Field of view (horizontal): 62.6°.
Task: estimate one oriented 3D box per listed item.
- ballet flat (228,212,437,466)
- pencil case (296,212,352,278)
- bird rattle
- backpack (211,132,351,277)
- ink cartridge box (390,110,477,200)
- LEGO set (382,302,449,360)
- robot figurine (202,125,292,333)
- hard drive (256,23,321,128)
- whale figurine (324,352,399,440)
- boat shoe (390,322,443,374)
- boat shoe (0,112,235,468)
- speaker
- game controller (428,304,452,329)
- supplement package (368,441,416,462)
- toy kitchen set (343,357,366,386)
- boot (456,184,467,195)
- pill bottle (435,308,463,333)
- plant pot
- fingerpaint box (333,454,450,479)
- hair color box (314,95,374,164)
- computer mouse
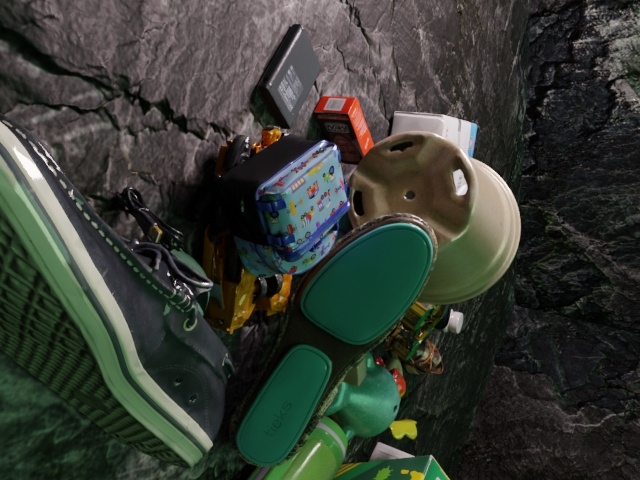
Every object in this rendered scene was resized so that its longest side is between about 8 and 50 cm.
[{"bbox_3d":[0.009,0.148,0.871,0.482,0.164,0.182,-57,-177,10],"label":"ballet flat"},{"bbox_3d":[0.000,0.000,0.971,0.070,0.065,0.151,53,49,-19],"label":"pencil case"},{"bbox_3d":[0.176,0.410,1.436,0.207,0.143,0.253,-53,131,-57],"label":"bird rattle"},{"bbox_3d":[-0.037,-0.029,0.672,0.158,0.117,0.173,-40,133,-36],"label":"backpack"},{"bbox_3d":[0.282,-0.199,1.334,0.308,0.129,0.222,-13,114,-59],"label":"ink cartridge box"},{"bbox_3d":[0.211,0.135,1.335,0.255,0.192,0.331,-48,157,-14],"label":"LEGO set"},{"bbox_3d":[-0.097,-0.022,0.770,0.211,0.085,0.290,-12,111,-60],"label":"robot figurine"},{"bbox_3d":[-0.045,-0.259,0.835,0.135,0.022,0.094,-65,149,-22],"label":"hard drive"},{"bbox_3d":[0.091,0.357,1.190,0.272,0.141,0.216,40,66,-58],"label":"whale figurine"},{"bbox_3d":[0.303,0.334,1.579,0.123,0.123,0.342,-65,149,-23],"label":"boat shoe"},{"bbox_3d":[-0.206,0.064,0.519,0.499,0.187,0.155,76,33,-47],"label":"boat shoe"},{"bbox_3d":[-0.065,0.460,0.968,0.296,0.131,0.131,-44,136,-46],"label":"speaker"},{"bbox_3d":[0.331,0.090,1.513,0.067,0.167,0.318,-1,103,-31],"label":"game controller"},{"bbox_3d":[0.206,0.766,1.492,0.262,0.198,0.199,-52,143,-40],"label":"supplement package"},{"bbox_3d":[0.056,0.151,1.070,0.166,0.122,0.206,-41,135,-48],"label":"toy kitchen set"},{"bbox_3d":[0.356,-0.007,1.359,0.123,0.095,0.257,156,-64,-71],"label":"boot"},{"bbox_3d":[0.371,0.244,1.654,0.078,0.137,0.078,-32,127,-53],"label":"pill bottle"},{"bbox_3d":[0.200,-0.054,1.001,0.305,0.334,0.333,27,77,-66],"label":"plant pot"},{"bbox_3d":[0.167,0.648,1.009,0.444,0.371,0.163,54,43,-9],"label":"fingerpaint box"},{"bbox_3d":[0.048,-0.200,0.974,0.043,0.072,0.141,-65,148,-23],"label":"hair color box"},{"bbox_3d":[-0.177,0.023,0.645,0.042,0.106,0.192,-43,146,-23],"label":"computer mouse"}]
